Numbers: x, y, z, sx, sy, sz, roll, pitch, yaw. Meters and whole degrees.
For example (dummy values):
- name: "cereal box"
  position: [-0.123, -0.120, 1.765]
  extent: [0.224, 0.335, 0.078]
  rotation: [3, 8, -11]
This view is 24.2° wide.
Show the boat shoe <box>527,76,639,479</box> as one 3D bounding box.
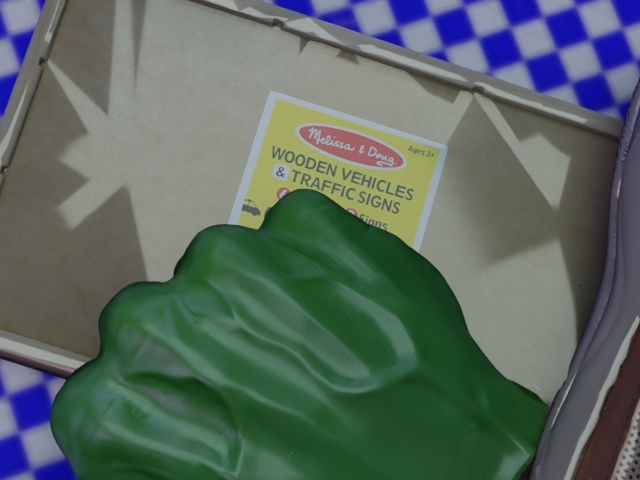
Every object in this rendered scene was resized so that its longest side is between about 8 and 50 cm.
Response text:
- name: "boat shoe"
  position: [0.156, 0.072, 0.534]
  extent: [0.123, 0.116, 0.324]
  rotation: [17, 81, -46]

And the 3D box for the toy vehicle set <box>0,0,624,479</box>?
- name: "toy vehicle set"
  position: [0.000, 0.000, 0.597]
  extent: [0.267, 0.035, 0.166]
  rotation: [18, 77, -3]

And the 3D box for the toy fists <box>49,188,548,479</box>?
- name: "toy fists"
  position: [-0.056, 0.111, 0.521]
  extent: [0.142, 0.096, 0.279]
  rotation: [38, 93, -12]
